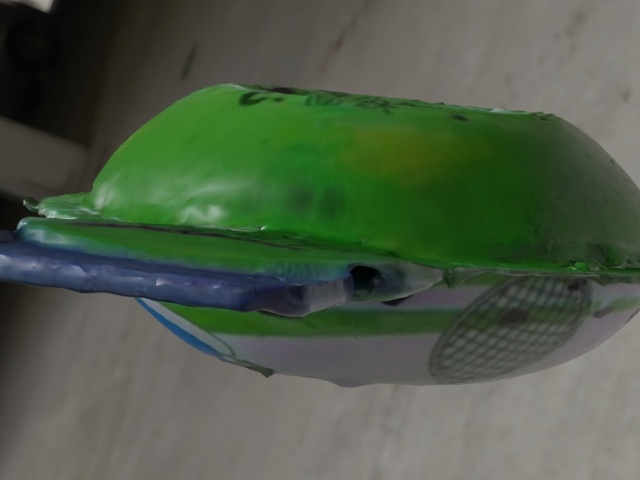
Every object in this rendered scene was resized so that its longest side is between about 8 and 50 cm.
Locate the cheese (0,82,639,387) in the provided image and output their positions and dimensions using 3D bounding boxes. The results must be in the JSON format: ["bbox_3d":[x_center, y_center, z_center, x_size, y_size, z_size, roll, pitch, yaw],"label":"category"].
[{"bbox_3d":[0.000,0.000,0.565,0.320,0.204,0.083,-14,-70,-70],"label":"cheese"}]
